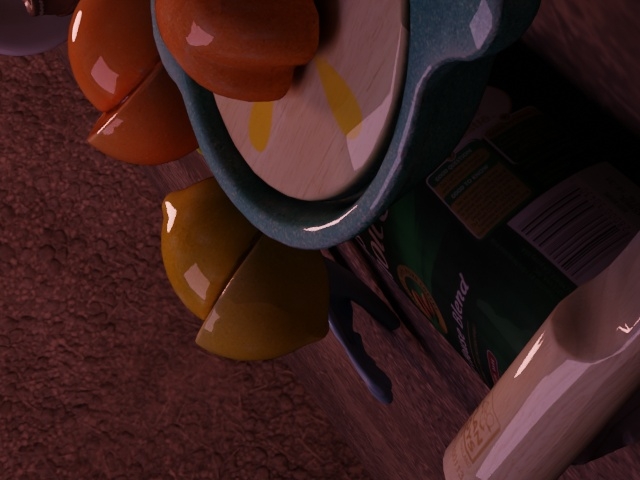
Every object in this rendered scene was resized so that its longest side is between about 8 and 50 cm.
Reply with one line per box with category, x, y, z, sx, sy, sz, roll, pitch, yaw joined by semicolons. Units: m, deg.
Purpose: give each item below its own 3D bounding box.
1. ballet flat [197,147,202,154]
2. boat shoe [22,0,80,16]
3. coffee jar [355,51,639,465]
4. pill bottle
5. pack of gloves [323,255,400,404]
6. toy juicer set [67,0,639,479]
ballet flat;-0.105;-0.145;1.057;0.231;0.077;0.077;55;-170;-26
boat shoe;-0.173;-0.207;0.827;0.324;0.120;0.122;92;154;-68
coffee jar;0.051;-0.017;0.575;0.184;0.079;0.096;49;171;37
pill bottle;-0.266;-0.227;1.447;0.136;0.136;0.246;56;173;-14
pack of gloves;0.000;0.000;1.254;0.232;0.046;0.195;60;-177;-22
toy juicer set;-0.009;-0.034;0.485;0.329;0.089;0.209;46;134;43
